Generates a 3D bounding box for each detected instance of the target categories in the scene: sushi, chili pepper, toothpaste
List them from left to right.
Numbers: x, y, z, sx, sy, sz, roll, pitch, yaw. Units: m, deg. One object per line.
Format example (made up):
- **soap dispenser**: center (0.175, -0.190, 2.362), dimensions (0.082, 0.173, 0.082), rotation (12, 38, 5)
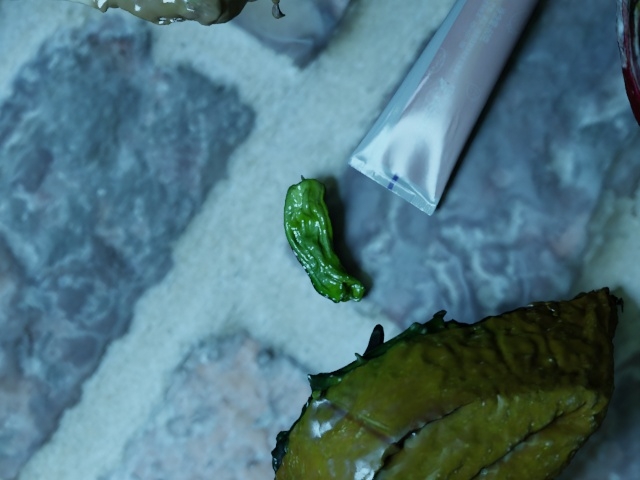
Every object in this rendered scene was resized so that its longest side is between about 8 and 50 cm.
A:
- **chili pepper**: center (-0.001, 0.001, 1.128), dimensions (0.034, 0.030, 0.091), rotation (-18, 79, -14)
- **sushi**: center (0.056, 0.115, 1.047), dimensions (0.149, 0.140, 0.287), rotation (39, 94, -21)
- **toothpaste**: center (0.094, -0.116, 1.115), dimensions (0.067, 0.043, 0.194), rotation (33, 97, 15)

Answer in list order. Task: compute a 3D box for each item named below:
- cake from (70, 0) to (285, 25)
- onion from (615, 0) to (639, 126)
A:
- **cake**: center (-0.132, -0.292, 1.044), dimensions (0.290, 0.256, 0.282), rotation (14, 111, 14)
- **onion**: center (0.263, -0.146, 0.988), dimensions (0.216, 0.206, 0.207), rotation (-20, 76, -22)
